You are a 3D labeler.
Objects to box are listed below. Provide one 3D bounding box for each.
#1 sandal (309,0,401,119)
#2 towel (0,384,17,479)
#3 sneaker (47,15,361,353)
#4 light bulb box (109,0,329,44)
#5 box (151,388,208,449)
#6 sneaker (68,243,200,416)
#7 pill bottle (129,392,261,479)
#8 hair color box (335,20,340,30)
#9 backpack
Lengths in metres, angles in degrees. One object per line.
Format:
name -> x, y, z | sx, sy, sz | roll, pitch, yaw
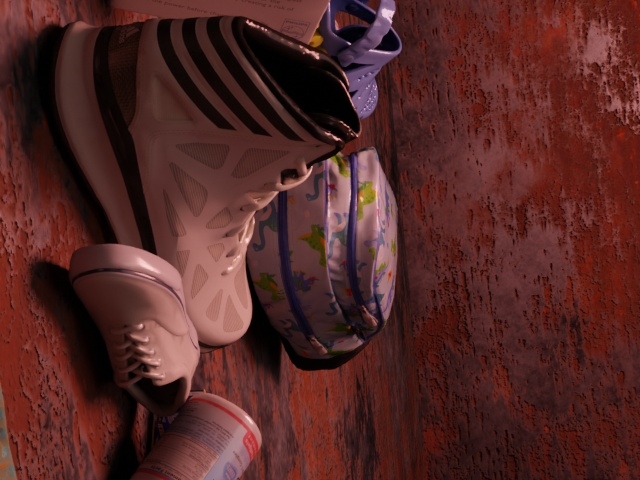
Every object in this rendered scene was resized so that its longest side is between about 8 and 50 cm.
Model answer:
sandal -> 0.051, -0.265, 1.649 | 0.317, 0.138, 0.126 | 59, 30, -67
towel -> -0.257, 0.216, 0.755 | 0.271, 0.040, 0.370 | -50, 134, -74
sneaker -> -0.076, -0.038, 1.171 | 0.447, 0.258, 0.169 | 72, 18, -48
light bulb box -> -0.060, -0.451, 1.145 | 0.361, 0.225, 0.357 | 125, -30, -59
box -> -0.144, 0.243, 1.218 | 0.054, 0.059, 0.168 | 63, 25, -67
sneaker -> -0.165, 0.090, 1.096 | 0.258, 0.094, 0.091 | 66, 18, -59
pill bottle -> -0.132, 0.232, 1.126 | 0.160, 0.087, 0.087 | -54, 144, -35
hair color box -> -0.045, -0.288, 1.775 | 0.339, 0.110, 0.185 | 37, 51, -72
backpack -> 0.000, 0.000, 1.623 | 0.355, 0.273, 0.290 | 44, 48, -54
